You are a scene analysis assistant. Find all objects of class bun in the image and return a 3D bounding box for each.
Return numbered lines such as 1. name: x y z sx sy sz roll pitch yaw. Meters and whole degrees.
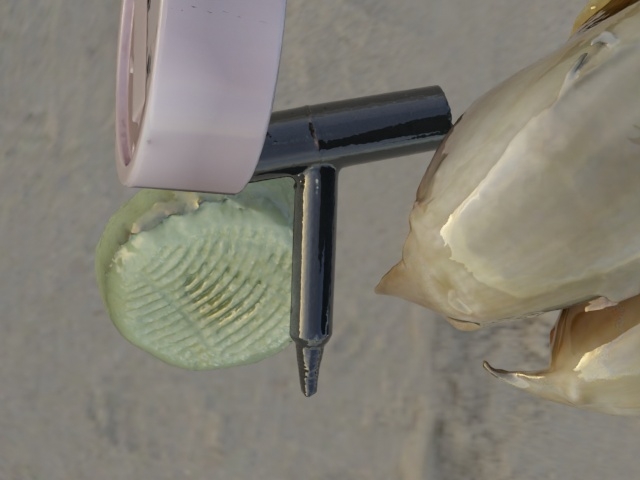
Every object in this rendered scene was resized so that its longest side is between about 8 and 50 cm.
1. bun: -0.084 0.009 1.433 0.195 0.118 0.195 0 129 0

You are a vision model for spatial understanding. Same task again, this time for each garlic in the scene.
1. garlic: 0.200 -0.035 1.120 0.313 0.249 0.286 -55 147 -43

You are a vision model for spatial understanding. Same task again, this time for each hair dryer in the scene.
1. hair dryer: 0.015 0.002 1.197 0.173 0.050 0.195 -11 98 -4

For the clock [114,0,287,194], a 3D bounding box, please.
1. clock: -0.071 -0.125 1.004 0.068 0.197 0.197 5 85 -13
